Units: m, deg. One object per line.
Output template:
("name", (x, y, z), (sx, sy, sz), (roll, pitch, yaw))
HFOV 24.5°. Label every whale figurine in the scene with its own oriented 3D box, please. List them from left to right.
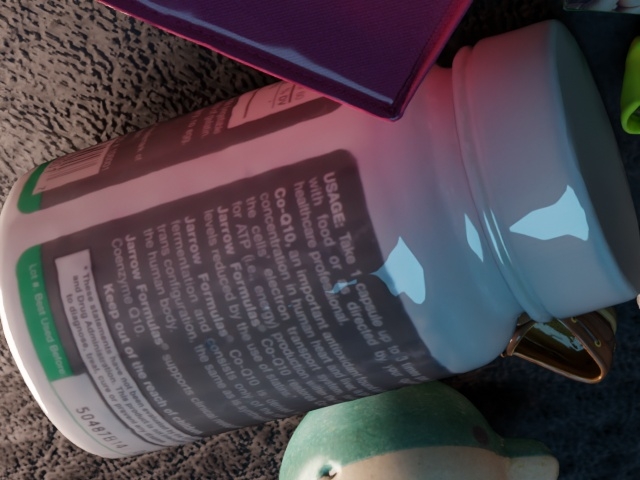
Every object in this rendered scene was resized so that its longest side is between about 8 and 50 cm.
("whale figurine", (0.085, 0.187, 1.140), (0.216, 0.141, 0.272), (-31, 146, 29))

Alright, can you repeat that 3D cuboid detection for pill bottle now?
("pill bottle", (0.000, 0.000, 0.914), (0.361, 0.204, 0.204), (-16, 127, 20))

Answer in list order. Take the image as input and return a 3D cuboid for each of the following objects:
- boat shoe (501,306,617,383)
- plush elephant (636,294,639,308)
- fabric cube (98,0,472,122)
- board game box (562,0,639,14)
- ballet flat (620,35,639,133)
("boat shoe", (0.133, 0.047, 1.035), (0.178, 0.060, 0.064), (25, 129, -15))
("plush elephant", (0.332, 0.030, 0.891), (0.255, 0.330, 0.272), (27, 118, 12))
("fabric cube", (-0.015, -0.261, 0.651), (0.254, 0.258, 0.259), (23, 129, -13))
("board game box", (0.256, -0.255, 0.767), (0.213, 0.046, 0.317), (5, 131, 0))
("ballet flat", (0.261, -0.071, 0.829), (0.077, 0.077, 0.231), (28, 174, -40))
